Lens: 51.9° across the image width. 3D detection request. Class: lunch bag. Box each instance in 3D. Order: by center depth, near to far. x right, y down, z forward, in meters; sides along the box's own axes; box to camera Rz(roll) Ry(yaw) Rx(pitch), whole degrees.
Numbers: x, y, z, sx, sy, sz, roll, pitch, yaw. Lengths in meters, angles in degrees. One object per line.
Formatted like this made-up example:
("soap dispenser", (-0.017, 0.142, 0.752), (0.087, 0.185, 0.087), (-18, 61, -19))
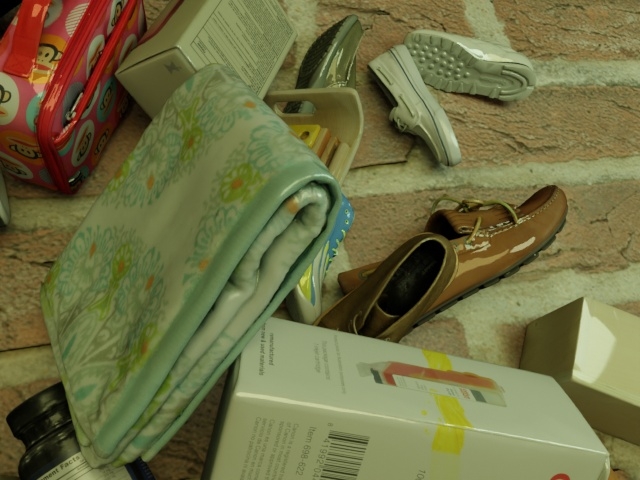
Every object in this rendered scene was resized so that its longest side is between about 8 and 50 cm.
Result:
("lunch bag", (-0.324, -0.230, 0.843), (0.120, 0.258, 0.293), (17, 67, -3))

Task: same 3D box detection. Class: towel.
("towel", (-0.166, 0.008, 0.712), (0.374, 0.090, 0.320), (-51, 43, 10))

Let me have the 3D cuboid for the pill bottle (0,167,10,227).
("pill bottle", (-0.522, -0.053, 0.797), (0.245, 0.130, 0.131), (-14, 73, -19))

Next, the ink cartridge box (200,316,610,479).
("ink cartridge box", (0.067, 0.268, 0.729), (0.384, 0.160, 0.280), (13, 110, -8))

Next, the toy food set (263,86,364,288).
("toy food set", (-0.092, -0.077, 0.866), (0.219, 0.092, 0.306), (6, 61, 35))

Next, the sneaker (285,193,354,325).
("sneaker", (0.000, 0.000, 0.925), (0.126, 0.091, 0.240), (-6, 70, -16))

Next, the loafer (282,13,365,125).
("loafer", (0.012, -0.240, 1.033), (0.087, 0.094, 0.251), (32, 73, -27))

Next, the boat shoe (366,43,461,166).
("boat shoe", (0.147, -0.206, 1.058), (0.075, 0.083, 0.226), (-25, 70, 2))

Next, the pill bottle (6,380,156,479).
("pill bottle", (-0.259, 0.271, 0.740), (0.122, 0.123, 0.219), (-29, 78, -22))

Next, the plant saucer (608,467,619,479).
("plant saucer", (0.339, 0.373, 0.893), (0.199, 0.037, 0.200), (4, 69, -12))

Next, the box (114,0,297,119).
("box", (-0.150, -0.262, 0.918), (0.149, 0.126, 0.232), (52, 44, -35))

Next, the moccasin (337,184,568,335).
("moccasin", (0.198, 0.005, 0.957), (0.379, 0.139, 0.147), (-27, 86, -12))

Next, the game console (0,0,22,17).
("game console", (-0.468, -0.271, 0.866), (0.044, 0.213, 0.362), (45, 63, -33))

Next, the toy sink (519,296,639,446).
("toy sink", (0.422, 0.188, 0.922), (0.234, 0.153, 0.131), (22, 65, -4))

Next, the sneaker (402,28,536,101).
("sneaker", (0.250, -0.309, 1.120), (0.234, 0.090, 0.095), (17, 49, -8))

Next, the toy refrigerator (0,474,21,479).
("toy refrigerator", (-0.352, 0.284, 0.632), (0.102, 0.269, 0.094), (-25, 76, -20))

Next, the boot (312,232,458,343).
("boot", (0.051, 0.110, 0.804), (0.112, 0.115, 0.305), (39, 95, 10))
